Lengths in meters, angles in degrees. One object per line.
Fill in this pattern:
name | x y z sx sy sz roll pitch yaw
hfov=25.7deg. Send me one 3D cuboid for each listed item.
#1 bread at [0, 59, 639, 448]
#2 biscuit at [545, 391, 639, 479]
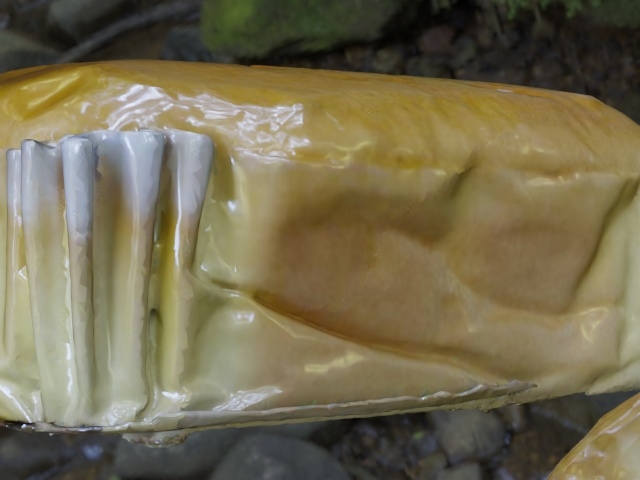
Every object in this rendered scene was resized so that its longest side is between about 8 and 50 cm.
bread | 0.000 0.000 0.436 0.241 0.107 0.136 -1 3 -35
biscuit | 0.169 0.197 0.657 0.205 0.040 0.308 5 73 40
